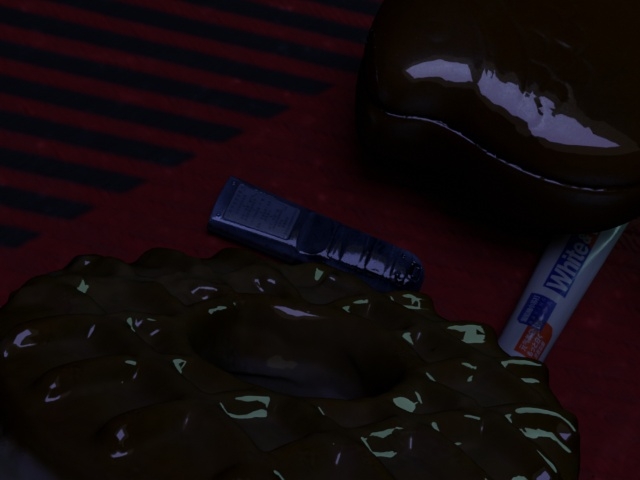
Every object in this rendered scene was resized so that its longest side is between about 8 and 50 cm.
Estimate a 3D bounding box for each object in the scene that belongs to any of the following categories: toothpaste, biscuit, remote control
[{"bbox_3d":[0.168,0.028,0.874,0.052,0.033,0.218,31,55,8],"label":"toothpaste"},{"bbox_3d":[-0.024,0.095,0.657,0.332,0.103,0.332,11,19,-4],"label":"biscuit"},{"bbox_3d":[0.000,0.001,0.853,0.153,0.027,0.043,21,64,2],"label":"remote control"}]

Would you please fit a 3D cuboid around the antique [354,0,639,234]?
[{"bbox_3d":[0.159,-0.107,0.877,0.278,0.129,0.223,-4,55,-12],"label":"antique"}]
